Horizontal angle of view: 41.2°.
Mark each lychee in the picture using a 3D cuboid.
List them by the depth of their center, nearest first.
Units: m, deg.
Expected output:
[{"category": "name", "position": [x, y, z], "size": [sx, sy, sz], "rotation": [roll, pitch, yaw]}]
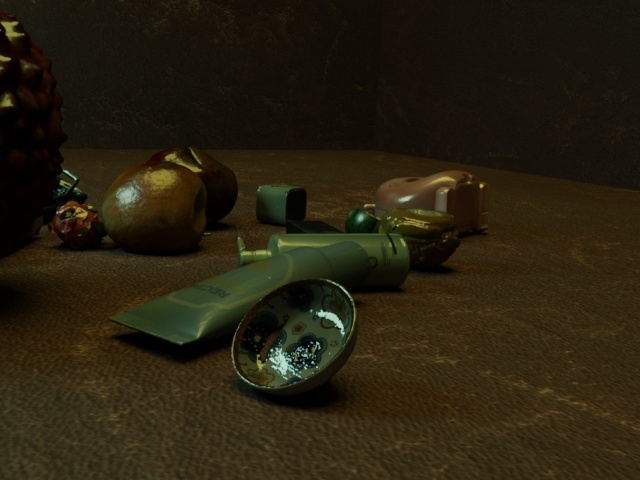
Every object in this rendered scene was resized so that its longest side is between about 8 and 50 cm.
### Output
[{"category": "lychee", "position": [-0.569, -0.116, 1.074], "size": [0.500, 0.425, 0.424], "rotation": [-31, 21, -14]}]

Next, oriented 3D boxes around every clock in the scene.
[{"category": "clock", "position": [0.226, -0.087, 1.891], "size": [0.241, 0.142, 0.227], "rotation": [6, 10, 36]}]

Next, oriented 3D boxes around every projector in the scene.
[{"category": "projector", "position": [-0.086, -0.080, 1.892], "size": [0.082, 0.083, 0.083], "rotation": [9, 11, 31]}]

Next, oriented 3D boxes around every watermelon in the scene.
[{"category": "watermelon", "position": [0.085, -0.010, 1.582], "size": [0.105, 0.105, 0.062], "rotation": [16, 60, 50]}]

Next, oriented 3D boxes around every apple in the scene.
[{"category": "apple", "position": [-0.299, -0.061, 1.543], "size": [0.173, 0.160, 0.195], "rotation": [-4, 15, 11]}]

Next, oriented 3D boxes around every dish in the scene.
[{"category": "dish", "position": [-0.015, 0.117, 0.892], "size": [0.141, 0.078, 0.141], "rotation": [-17, 42, 16]}]

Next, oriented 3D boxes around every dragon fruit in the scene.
[{"category": "dragon fruit", "position": [-0.426, -0.027, 1.521], "size": [0.081, 0.086, 0.116], "rotation": [-33, -11, 18]}]

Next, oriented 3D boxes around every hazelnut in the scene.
[{"category": "hazelnut", "position": [-0.275, -0.102, 1.788], "size": [0.204, 0.178, 0.178], "rotation": [2, 9, -35]}]

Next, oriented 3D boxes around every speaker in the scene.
[{"category": "speaker", "position": [0.000, 0.000, 1.590], "size": [0.082, 0.044, 0.218], "rotation": [0, 11, -16]}]

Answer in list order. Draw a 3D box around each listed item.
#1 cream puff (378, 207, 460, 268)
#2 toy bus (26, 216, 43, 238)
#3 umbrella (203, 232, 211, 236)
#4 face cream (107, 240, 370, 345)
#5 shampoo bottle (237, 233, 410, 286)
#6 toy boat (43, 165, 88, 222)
[{"category": "cream puff", "position": [0.173, -0.002, 1.497], "size": [0.143, 0.103, 0.126], "rotation": [3, 16, -4]}, {"category": "toy bus", "position": [-0.580, -0.048, 1.445], "size": [0.147, 0.128, 0.303], "rotation": [6, 10, -1]}, {"category": "umbrella", "position": [-0.290, -0.012, 1.628], "size": [0.165, 0.025, 0.027], "rotation": [-3, 41, -24]}, {"category": "face cream", "position": [-0.077, 0.068, 1.108], "size": [0.135, 0.086, 0.385], "rotation": [12, 18, 40]}, {"category": "shampoo bottle", "position": [0.003, 0.031, 1.309], "size": [0.262, 0.085, 0.085], "rotation": [0, 11, -19]}, {"category": "toy boat", "position": [-0.581, -0.085, 1.742], "size": [0.093, 0.103, 0.246], "rotation": [31, 24, 15]}]
